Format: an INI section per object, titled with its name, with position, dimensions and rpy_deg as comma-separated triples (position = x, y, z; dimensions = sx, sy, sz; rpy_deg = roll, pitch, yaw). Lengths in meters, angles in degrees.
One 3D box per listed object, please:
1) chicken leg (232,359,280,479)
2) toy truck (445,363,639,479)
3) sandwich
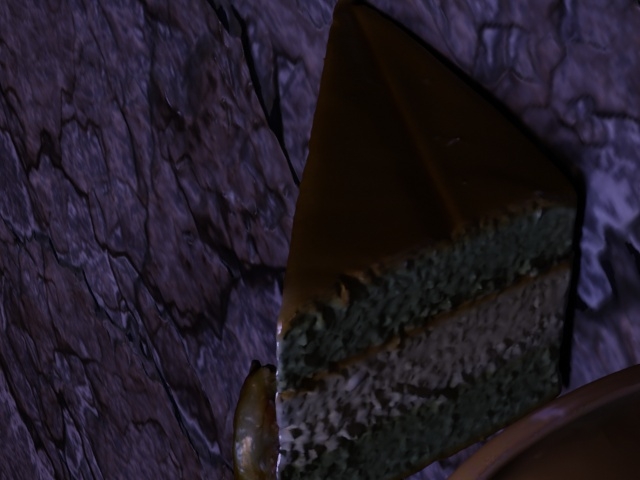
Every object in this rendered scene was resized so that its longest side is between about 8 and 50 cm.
[chicken leg]
position = -0.043, 0.205, 1.046
dimensions = 0.211, 0.140, 0.361
rpy_deg = 24, 122, 33
[toy truck]
position = 0.132, 0.198, 0.549
dimensions = 0.211, 0.204, 0.288
rpy_deg = 46, 147, 49
[sandwich]
position = 0.000, 0.000, 0.764
dimensions = 0.187, 0.144, 0.117
rpy_deg = 45, 144, 44
